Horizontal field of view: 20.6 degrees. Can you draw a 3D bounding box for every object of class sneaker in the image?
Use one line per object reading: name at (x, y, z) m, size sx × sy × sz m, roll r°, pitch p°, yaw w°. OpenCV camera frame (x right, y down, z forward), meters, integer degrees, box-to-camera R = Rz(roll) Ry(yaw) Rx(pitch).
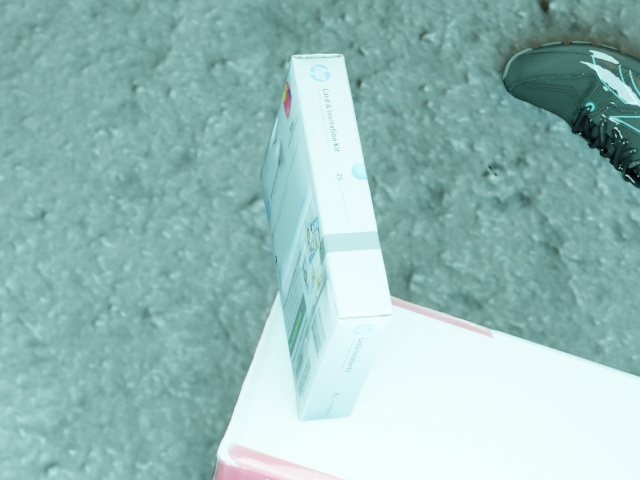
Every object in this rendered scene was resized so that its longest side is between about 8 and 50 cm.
sneaker at (0.298, -0.113, 1.666) m, size 0.267 × 0.101 × 0.106 m, roll 16°, pitch 74°, yaw 7°

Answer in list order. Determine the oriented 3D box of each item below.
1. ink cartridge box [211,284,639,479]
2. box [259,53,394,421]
ink cartridge box at (0.058, 0.210, 1.308) m, size 0.279 × 0.385 × 0.160 m, roll 17°, pitch 59°, yaw 0°
box at (0.000, 0.000, 1.109) m, size 0.038 × 0.145 × 0.186 m, roll -4°, pitch 61°, yaw -13°
